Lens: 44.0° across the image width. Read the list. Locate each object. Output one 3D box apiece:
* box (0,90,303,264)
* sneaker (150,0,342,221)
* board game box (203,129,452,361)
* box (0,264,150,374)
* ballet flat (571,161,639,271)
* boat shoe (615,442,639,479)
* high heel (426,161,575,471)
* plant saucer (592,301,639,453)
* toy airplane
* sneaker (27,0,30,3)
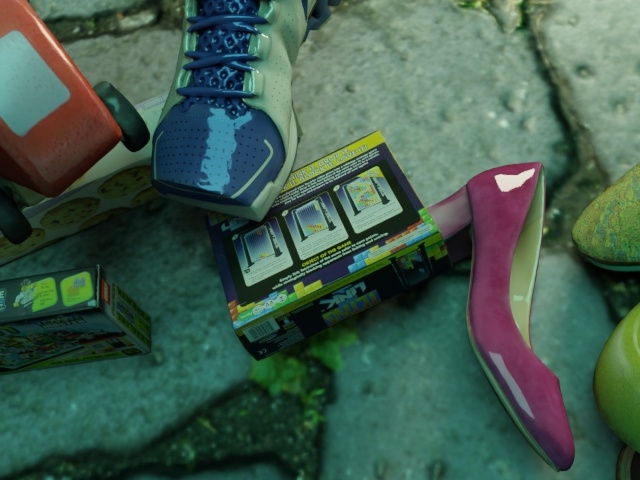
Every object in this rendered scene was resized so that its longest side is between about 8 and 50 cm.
[{"bbox_3d":[-0.178,-0.073,0.726,0.324,0.067,0.063,-23,63,-3],"label":"box"},{"bbox_3d":[-0.070,-0.190,0.626,0.127,0.182,0.316,10,66,16],"label":"sneaker"},{"bbox_3d":[0.000,0.000,0.640,0.170,0.048,0.141,-25,43,3],"label":"board game box"},{"bbox_3d":[-0.255,0.072,0.642,0.206,0.114,0.036,-9,63,6],"label":"box"},{"bbox_3d":[0.361,-0.067,0.597,0.348,0.123,0.123,-10,63,3],"label":"ballet flat"},{"bbox_3d":[0.371,0.137,0.497,0.341,0.123,0.123,-4,64,8],"label":"boat shoe"},{"bbox_3d":[0.164,0.046,0.602,0.117,0.082,0.244,-26,49,8],"label":"high heel"},{"bbox_3d":[0.295,0.066,0.507,0.240,0.037,0.241,-18,20,7],"label":"plant saucer"},{"bbox_3d":[-0.318,-0.201,0.583,0.384,0.272,0.386,-2,60,6],"label":"toy airplane"},{"bbox_3d":[-0.356,-0.190,0.795,0.135,0.098,0.276,-23,61,-2],"label":"sneaker"}]
